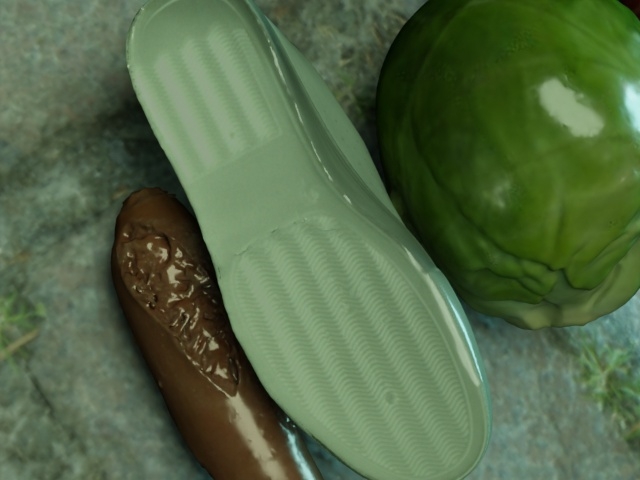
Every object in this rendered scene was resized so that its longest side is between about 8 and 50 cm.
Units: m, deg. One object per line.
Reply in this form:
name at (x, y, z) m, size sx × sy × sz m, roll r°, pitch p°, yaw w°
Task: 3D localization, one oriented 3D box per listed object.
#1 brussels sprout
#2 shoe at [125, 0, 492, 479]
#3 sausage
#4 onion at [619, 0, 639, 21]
brussels sprout at (0.139, -0.065, 1.112) m, size 0.244 × 0.244 × 0.244 m, roll 6°, pitch 73°, yaw -20°
shoe at (0.000, 0.000, 1.069) m, size 0.132 × 0.160 × 0.363 m, roll -31°, pitch 80°, yaw 9°
sausage at (-0.055, 0.114, 1.056) m, size 0.079 × 0.087 × 0.326 m, roll -28°, pitch 87°, yaw 15°
onion at (0.352, -0.207, 1.264) m, size 0.230 × 0.163 × 0.230 m, roll 11°, pitch 66°, yaw -26°
